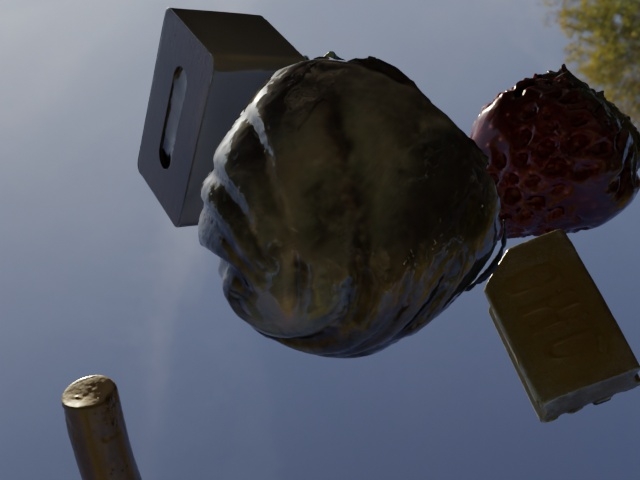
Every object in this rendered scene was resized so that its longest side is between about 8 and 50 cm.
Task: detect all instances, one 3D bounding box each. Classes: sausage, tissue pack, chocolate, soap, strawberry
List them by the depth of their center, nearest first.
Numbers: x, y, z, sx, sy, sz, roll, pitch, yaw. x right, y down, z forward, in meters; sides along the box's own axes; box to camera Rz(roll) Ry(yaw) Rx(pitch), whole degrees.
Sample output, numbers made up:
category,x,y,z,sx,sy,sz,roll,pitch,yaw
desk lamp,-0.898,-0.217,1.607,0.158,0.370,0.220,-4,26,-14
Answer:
category,x,y,z,sx,sy,sz,roll,pitch,yaw
chocolate,0.000,0.000,0.927,0.303,0.303,0.213,32,-125,17
sausage,-0.214,0.271,1.041,0.066,0.301,0.065,-7,-148,5
tissue pack,-0.133,-0.159,1.271,0.136,0.246,0.159,-4,-143,-32
soap,0.310,0.110,1.288,0.140,0.073,0.232,-21,-126,1
strawberry,0.366,-0.110,1.655,0.295,0.345,0.317,46,-159,0

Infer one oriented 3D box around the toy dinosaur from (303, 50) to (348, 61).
category,x,y,z,sx,sy,sz,roll,pitch,yaw
toy dinosaur,0.040,-0.189,1.256,0.329,0.076,0.144,36,-166,34
